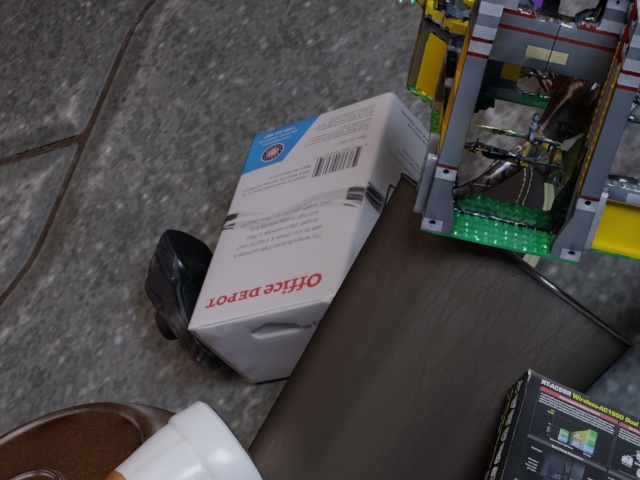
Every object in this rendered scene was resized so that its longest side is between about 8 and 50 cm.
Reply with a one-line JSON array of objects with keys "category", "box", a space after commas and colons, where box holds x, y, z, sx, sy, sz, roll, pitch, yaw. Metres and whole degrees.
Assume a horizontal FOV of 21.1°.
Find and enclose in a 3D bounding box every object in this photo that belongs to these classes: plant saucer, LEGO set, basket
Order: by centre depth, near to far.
[{"category": "LEGO set", "box": [0.201, -0.111, 1.017, 0.331, 0.192, 0.255, 17, 35, 6]}, {"category": "basket", "box": [0.059, 0.101, 1.104, 0.227, 0.204, 0.154, -53, 36, 4]}, {"category": "plant saucer", "box": [-0.222, 0.217, 1.295, 0.310, 0.050, 0.310, -23, 26, 12]}]

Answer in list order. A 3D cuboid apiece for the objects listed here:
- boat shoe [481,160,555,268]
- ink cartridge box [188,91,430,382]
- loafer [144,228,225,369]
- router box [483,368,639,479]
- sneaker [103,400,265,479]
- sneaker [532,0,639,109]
[{"category": "boat shoe", "box": [0.095, 0.021, 1.232, 0.080, 0.073, 0.223, 8, 60, 49]}, {"category": "ink cartridge box", "box": [0.000, 0.000, 1.339, 0.148, 0.086, 0.203, -14, 46, 37]}, {"category": "loafer", "box": [-0.108, 0.060, 1.422, 0.061, 0.062, 0.170, -57, 27, 21]}, {"category": "router box", "box": [0.158, 0.143, 1.004, 0.038, 0.122, 0.092, 125, 169, -58]}, {"category": "sneaker", "box": [-0.094, 0.200, 1.057, 0.123, 0.290, 0.106, -35, 62, -15]}, {"category": "sneaker", "box": [0.201, -0.144, 1.323, 0.071, 0.068, 0.170, -27, 44, -2]}]
